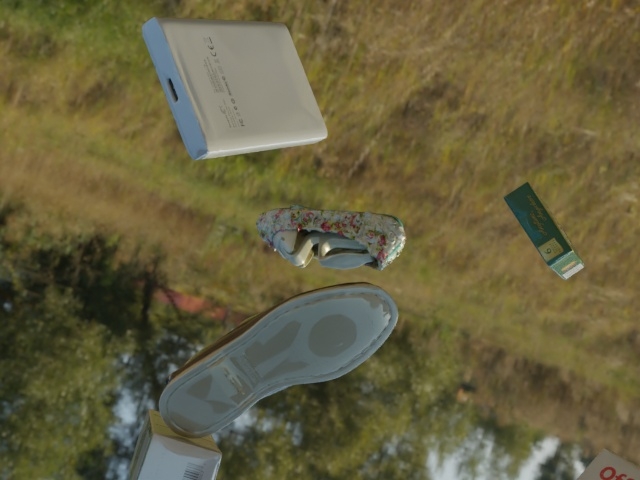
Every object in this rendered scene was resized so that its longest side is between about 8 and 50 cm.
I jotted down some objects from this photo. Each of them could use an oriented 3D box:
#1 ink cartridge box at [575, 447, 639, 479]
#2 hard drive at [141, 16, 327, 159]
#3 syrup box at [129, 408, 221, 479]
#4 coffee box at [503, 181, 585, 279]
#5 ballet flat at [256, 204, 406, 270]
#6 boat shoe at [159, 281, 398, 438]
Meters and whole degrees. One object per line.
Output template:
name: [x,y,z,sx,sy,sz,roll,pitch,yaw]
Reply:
ink cartridge box: [0.384,0.505,1.308,0.160,0.384,0.279,50,169,-26]
hard drive: [-0.117,-0.231,1.459,0.040,0.203,0.307,-23,176,33]
syrup box: [-0.198,0.295,1.308,0.096,0.093,0.237,19,174,-9]
coffee box: [0.307,-0.010,1.327,0.113,0.040,0.184,61,-166,18]
ballet flat: [0.000,0.000,1.316,0.241,0.077,0.091,0,139,35]
boat shoe: [-0.053,0.138,1.241,0.116,0.324,0.096,58,-172,-11]
